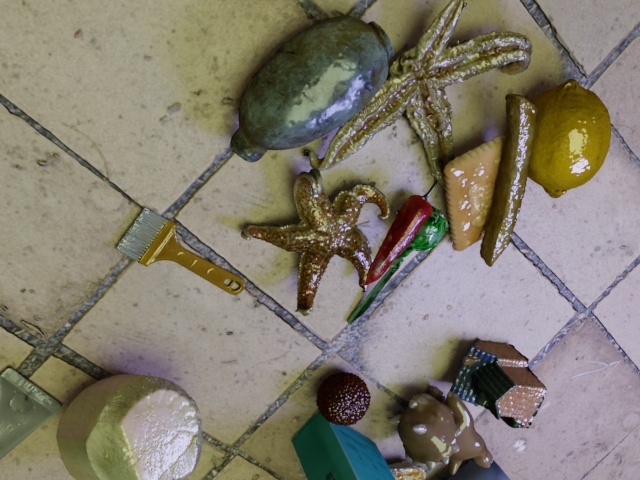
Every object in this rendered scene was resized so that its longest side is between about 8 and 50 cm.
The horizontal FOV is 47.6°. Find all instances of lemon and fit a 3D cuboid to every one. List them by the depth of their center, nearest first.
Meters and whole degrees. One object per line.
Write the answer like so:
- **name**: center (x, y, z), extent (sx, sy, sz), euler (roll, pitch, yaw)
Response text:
- **lemon**: center (0.498, -0.208, 1.492), extent (0.188, 0.188, 0.256), euler (-9, 121, -18)

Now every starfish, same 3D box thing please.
- **starfish**: center (0.209, -0.259, 1.417), extent (0.324, 0.082, 0.432), euler (24, 109, -37)
- **starfish**: center (-0.001, 0.003, 1.443), extent (0.312, 0.113, 0.303), euler (8, 110, -27)

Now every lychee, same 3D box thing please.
- **lychee**: center (0.049, 0.358, 1.620), extent (0.123, 0.129, 0.123), euler (8, 117, 16)

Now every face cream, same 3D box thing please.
- **face cream**: center (-0.659, 0.394, 1.385), extent (0.314, 0.089, 0.143), euler (-44, 121, -7)

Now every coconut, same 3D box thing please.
- **coconut**: center (-0.370, 0.375, 1.405), extent (0.239, 0.244, 0.239), euler (11, 74, -42)

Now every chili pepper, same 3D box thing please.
- **chili pepper**: center (0.163, -0.019, 1.459), extent (0.059, 0.050, 0.268), euler (34, 93, -3)

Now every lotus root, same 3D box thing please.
- **lotus root**: center (-0.021, -0.266, 1.277), extent (0.349, 0.175, 0.175), euler (-40, 121, 0)

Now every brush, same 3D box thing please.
- **brush**: center (-0.256, 0.038, 1.412), extent (0.272, 0.013, 0.103), euler (32, 100, -31)

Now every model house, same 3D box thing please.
- **model house**: center (0.402, 0.341, 1.712), extent (0.172, 0.183, 0.166), euler (15, 106, -29)

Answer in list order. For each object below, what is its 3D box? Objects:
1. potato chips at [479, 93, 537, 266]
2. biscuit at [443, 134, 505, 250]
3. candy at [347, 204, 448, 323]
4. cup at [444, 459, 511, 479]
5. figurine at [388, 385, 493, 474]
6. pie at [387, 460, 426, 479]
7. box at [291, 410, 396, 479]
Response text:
- **potato chips**: center (0.385, -0.123, 1.480), extent (0.080, 0.057, 0.407), euler (-21, 132, -26)
- **biscuit**: center (0.338, -0.094, 1.536), extent (0.160, 0.030, 0.249), euler (-28, 135, -13)
- **candy**: center (0.153, 0.061, 1.553), extent (0.097, 0.097, 0.323), euler (25, 111, -29)
- **cup**: center (0.364, 0.714, 1.860), extent (0.312, 0.205, 0.205), euler (-36, 121, -3)
- **figurine**: center (0.277, 0.472, 1.727), extent (0.173, 0.177, 0.247), euler (-42, 131, -21)
- **pie**: center (0.166, 0.623, 1.801), extent (0.205, 0.084, 0.178), euler (3, 110, -40)
- **box**: center (0.076, 0.541, 1.602), extent (0.205, 0.311, 0.118), euler (38, 98, -31)
